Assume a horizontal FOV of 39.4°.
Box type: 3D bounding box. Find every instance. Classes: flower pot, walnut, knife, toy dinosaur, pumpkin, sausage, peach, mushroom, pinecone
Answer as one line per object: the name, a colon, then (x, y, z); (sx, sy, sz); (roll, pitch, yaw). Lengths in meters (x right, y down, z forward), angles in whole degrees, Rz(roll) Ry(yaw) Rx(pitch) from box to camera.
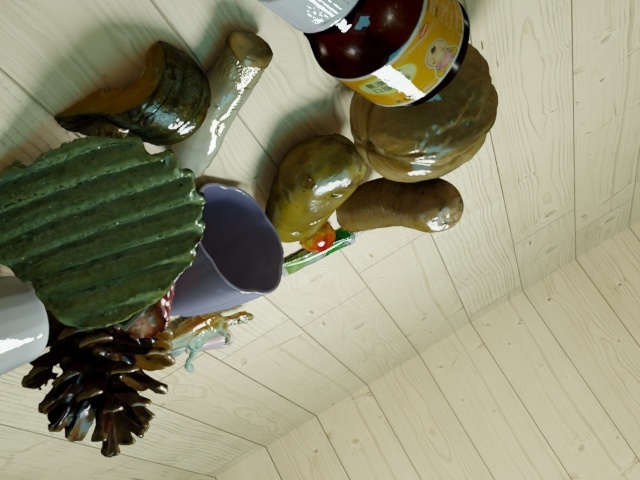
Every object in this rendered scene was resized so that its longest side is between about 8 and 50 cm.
flower pot: (-0.246, 0.045, 1.920); (0.243, 0.265, 0.265); (-32, 158, 34)
walnut: (0.215, -0.262, 1.814); (0.313, 0.277, 0.252); (-28, -167, -21)
knife: (-0.404, 0.309, 2.490); (0.336, 0.043, 0.081); (-12, 157, -21)
toy dinosaur: (-0.364, 0.270, 2.373); (0.393, 0.092, 0.205); (-3, 142, -43)
pumpkin: (-0.304, -0.211, 1.501); (0.248, 0.126, 0.131); (-36, 153, 13)
sausage: (0.167, -0.084, 2.047); (0.123, 0.136, 0.501); (11, 176, -25)
peach: (-0.001, 0.000, 2.302); (0.098, 0.061, 0.098); (-24, 147, -16)
mushroom: (-0.190, -0.235, 1.626); (0.123, 0.095, 0.351); (-30, 164, -46)
pinecone: (-0.483, 0.285, 1.939); (0.385, 0.384, 0.384); (-24, 155, -13)

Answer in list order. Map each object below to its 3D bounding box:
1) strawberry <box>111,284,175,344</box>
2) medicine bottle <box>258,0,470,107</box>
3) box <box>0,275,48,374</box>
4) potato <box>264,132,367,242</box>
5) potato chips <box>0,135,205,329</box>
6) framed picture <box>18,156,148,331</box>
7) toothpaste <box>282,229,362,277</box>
strawberry: (-0.369, 0.031, 1.765); (0.253, 0.150, 0.280); (-39, 113, 23)
medicine bottle: (0.052, -0.381, 1.467); (0.395, 0.242, 0.242); (19, 127, -44)
box: (-0.647, 0.196, 1.723); (0.262, 0.291, 0.206); (-20, -179, 37)
potato: (-0.025, -0.109, 1.984); (0.177, 0.195, 0.369); (25, 144, -8)
potato chips: (-0.393, -0.015, 1.580); (0.429, 0.070, 0.358); (-20, 121, 17)
framed picture: (-0.425, 0.013, 1.661); (0.315, 0.024, 0.232); (38, 115, -17)
toothpaste: (0.001, 0.027, 2.379); (0.248, 0.046, 0.078); (-27, 153, -2)
